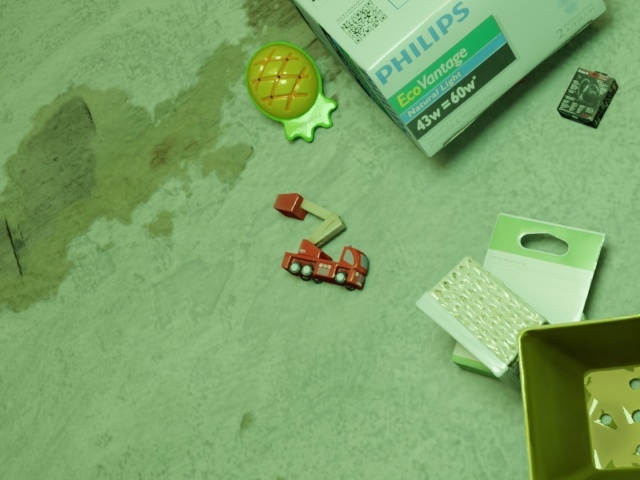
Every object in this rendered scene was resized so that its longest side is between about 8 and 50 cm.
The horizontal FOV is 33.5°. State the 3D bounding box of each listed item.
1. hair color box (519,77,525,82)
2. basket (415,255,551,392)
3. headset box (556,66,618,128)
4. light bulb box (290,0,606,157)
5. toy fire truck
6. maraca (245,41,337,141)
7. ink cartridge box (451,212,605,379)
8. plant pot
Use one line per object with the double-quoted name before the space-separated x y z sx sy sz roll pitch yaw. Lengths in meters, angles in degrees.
"hair color box" 0.232 -0.265 1.708 0.167 0.053 0.093 -26 60 16
"basket" 0.234 0.112 1.467 0.103 0.113 0.167 -49 58 1
"headset box" 0.406 -0.220 1.610 0.062 0.032 0.083 25 84 32
"light bulb box" 0.170 -0.386 1.631 0.358 0.225 0.361 -40 46 5
"toy fire truck" 0.000 0.000 1.738 0.192 0.047 0.135 11 76 30
"maraca" -0.052 -0.258 1.837 0.127 0.099 0.185 -36 83 8
"ink cartridge box" 0.305 0.091 1.535 0.171 0.056 0.235 13 77 31
"plant pot" 0.388 0.218 1.357 0.212 0.187 0.212 -10 73 25
